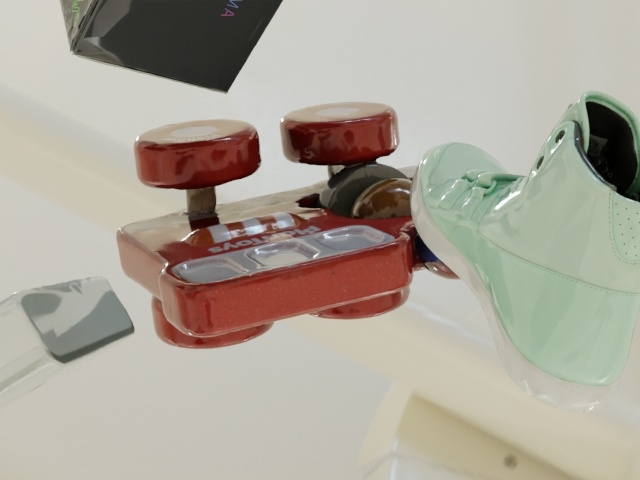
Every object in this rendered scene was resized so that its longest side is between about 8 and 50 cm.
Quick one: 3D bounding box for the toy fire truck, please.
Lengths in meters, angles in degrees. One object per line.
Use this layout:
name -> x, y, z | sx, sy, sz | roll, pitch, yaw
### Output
toy fire truck -> 0.000, 0.000, 1.073 | 0.302, 0.169, 0.254 | -11, -163, -22

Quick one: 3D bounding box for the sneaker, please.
sneaker -> 0.136, -0.032, 0.823 | 0.094, 0.151, 0.256 | 10, -153, -21

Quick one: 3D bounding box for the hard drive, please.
hard drive -> -0.245, 0.116, 0.682 | 0.308, 0.203, 0.040 | -31, -90, 2

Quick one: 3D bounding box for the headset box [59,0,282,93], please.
headset box -> -0.093, -0.281, 0.993 | 0.131, 0.246, 0.283 | 11, -138, -31
